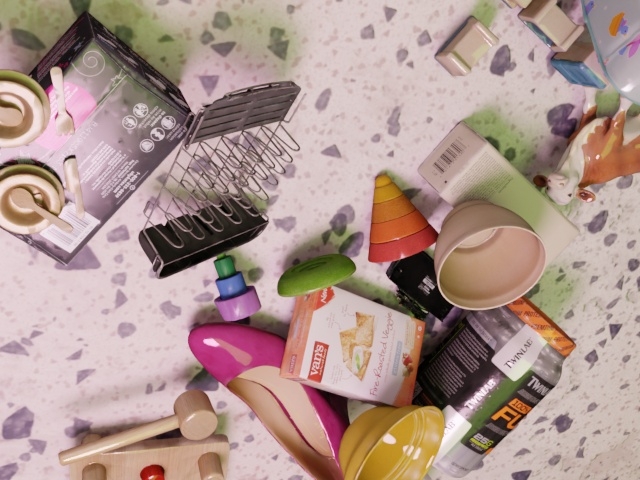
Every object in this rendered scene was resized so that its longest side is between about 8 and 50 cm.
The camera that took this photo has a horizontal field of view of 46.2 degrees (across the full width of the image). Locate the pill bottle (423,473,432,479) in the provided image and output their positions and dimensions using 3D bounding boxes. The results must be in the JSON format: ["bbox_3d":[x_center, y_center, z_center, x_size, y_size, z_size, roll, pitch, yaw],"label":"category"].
[{"bbox_3d":[0.112,0.466,1.429,0.208,0.119,0.119,26,107,-31],"label":"pill bottle"}]

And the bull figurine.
[{"bbox_3d":[0.483,-0.165,1.214,0.310,0.101,0.188,-14,128,-24],"label":"bull figurine"}]

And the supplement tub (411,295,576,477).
[{"bbox_3d":[0.285,0.246,1.326,0.193,0.193,0.316,33,103,-33],"label":"supplement tub"}]

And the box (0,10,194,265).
[{"bbox_3d":[-0.298,-0.124,0.919,0.247,0.142,0.163,-45,125,9],"label":"box"}]

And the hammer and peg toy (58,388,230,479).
[{"bbox_3d":[-0.285,0.387,1.227,0.266,0.127,0.361,-1,119,-18],"label":"hammer and peg toy"}]

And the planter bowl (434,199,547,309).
[{"bbox_3d":[0.240,0.008,1.113,0.162,0.109,0.162,-5,131,-6],"label":"planter bowl"}]

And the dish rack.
[{"bbox_3d":[-0.116,-0.084,0.965,0.208,0.074,0.271,-27,158,-48],"label":"dish rack"}]

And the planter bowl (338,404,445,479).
[{"bbox_3d":[0.095,0.334,1.198,0.217,0.090,0.217,-26,131,-33],"label":"planter bowl"}]

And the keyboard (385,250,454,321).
[{"bbox_3d":[0.167,0.077,1.284,0.100,0.038,0.192,-51,131,0],"label":"keyboard"}]

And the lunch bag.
[{"bbox_3d":[0.481,-0.306,1.043,0.224,0.279,0.108,11,149,-25],"label":"lunch bag"}]

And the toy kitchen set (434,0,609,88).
[{"bbox_3d":[0.296,-0.265,1.107,0.207,0.122,0.166,40,100,-13],"label":"toy kitchen set"}]

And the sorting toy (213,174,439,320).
[{"bbox_3d":[0.000,0.000,1.145,0.365,0.127,0.126,-20,100,-12],"label":"sorting toy"}]

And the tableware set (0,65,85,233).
[{"bbox_3d":[-0.330,-0.088,0.816,0.128,0.039,0.194,-9,122,-16],"label":"tableware set"}]

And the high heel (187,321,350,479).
[{"bbox_3d":[-0.064,0.271,1.200,0.127,0.181,0.377,-36,128,27],"label":"high heel"}]

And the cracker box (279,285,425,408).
[{"bbox_3d":[0.057,0.176,1.226,0.232,0.067,0.156,22,70,-30],"label":"cracker box"}]

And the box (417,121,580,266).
[{"bbox_3d":[0.291,-0.062,1.211,0.113,0.094,0.275,-47,124,10],"label":"box"}]
